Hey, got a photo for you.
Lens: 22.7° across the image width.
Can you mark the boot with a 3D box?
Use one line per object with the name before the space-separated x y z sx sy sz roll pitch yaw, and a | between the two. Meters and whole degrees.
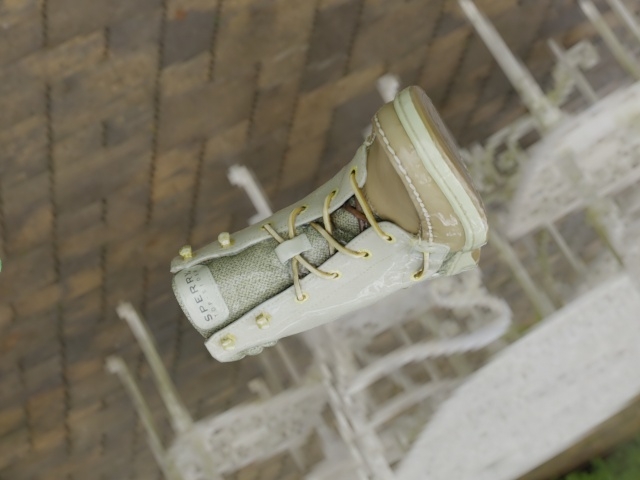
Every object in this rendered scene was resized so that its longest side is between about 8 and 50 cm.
boot | 0.000 0.000 0.842 0.165 0.077 0.213 -22 165 -1
